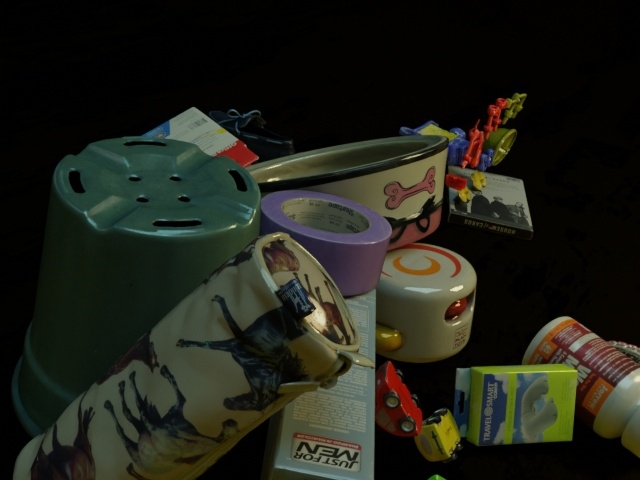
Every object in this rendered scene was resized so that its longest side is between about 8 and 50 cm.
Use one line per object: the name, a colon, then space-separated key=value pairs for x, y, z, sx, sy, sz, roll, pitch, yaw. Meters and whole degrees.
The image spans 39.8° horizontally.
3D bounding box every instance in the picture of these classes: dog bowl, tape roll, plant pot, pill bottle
dog bowl: x=0.028 y=-0.070 z=1.517 sx=0.408 sy=0.150 sz=0.408 roll=-10 pitch=11 yaw=2
tape roll: x=0.000 y=0.000 z=1.240 sx=0.189 sy=0.080 sz=0.189 roll=12 pitch=21 yaw=-5
plant pot: x=-0.226 y=0.066 z=1.155 sx=0.341 sy=0.334 sz=0.341 roll=9 pitch=31 yaw=-5
pill bottle: x=0.425 y=0.221 z=1.339 sx=0.121 sy=0.121 sz=0.221 roll=-15 pitch=40 yaw=-38

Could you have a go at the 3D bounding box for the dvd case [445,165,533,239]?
dvd case: x=0.362 y=-0.088 z=1.921 sx=0.179 sy=0.029 sz=0.238 roll=12 pitch=30 yaw=0

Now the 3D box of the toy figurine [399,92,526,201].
toy figurine: x=0.288 y=-0.241 z=1.953 sx=0.217 sy=0.191 sz=0.362 roll=19 pitch=30 yaw=23

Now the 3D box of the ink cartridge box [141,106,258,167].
ink cartridge box: x=-0.231 y=-0.159 z=1.737 sx=0.134 sy=0.078 sz=0.231 roll=-34 pitch=50 yaw=-22

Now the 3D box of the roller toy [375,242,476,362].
roller toy: x=0.149 y=0.103 z=1.410 sx=0.191 sy=0.146 sz=0.209 roll=1 pitch=23 yaw=-4

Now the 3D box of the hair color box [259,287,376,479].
hair color box: x=-0.004 y=0.225 z=1.114 sx=0.114 sy=0.185 sz=0.374 roll=12 pitch=31 yaw=-3

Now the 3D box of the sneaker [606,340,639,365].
sneaker: x=0.524 y=0.214 z=1.446 sx=0.063 sy=0.074 sz=0.170 roll=20 pitch=-3 yaw=-43

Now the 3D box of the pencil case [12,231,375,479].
pencil case: x=-0.145 y=0.180 z=0.955 sx=0.160 sy=0.410 sz=0.183 roll=36 pitch=16 yaw=-49

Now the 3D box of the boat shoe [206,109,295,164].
boat shoe: x=-0.144 y=-0.236 z=1.924 sx=0.258 sy=0.089 sz=0.109 roll=28 pitch=34 yaw=26

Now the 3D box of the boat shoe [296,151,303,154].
boat shoe: x=0.025 y=-0.155 z=1.879 sx=0.178 sy=0.060 sz=0.064 roll=24 pitch=33 yaw=20

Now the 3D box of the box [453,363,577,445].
box: x=0.281 y=0.236 z=1.273 sx=0.178 sy=0.109 sz=0.042 roll=1 pitch=5 yaw=-19

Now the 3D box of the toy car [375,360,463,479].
toy car: x=0.132 y=0.293 z=1.127 sx=0.053 sy=0.239 sz=0.225 roll=-25 pitch=52 yaw=20
